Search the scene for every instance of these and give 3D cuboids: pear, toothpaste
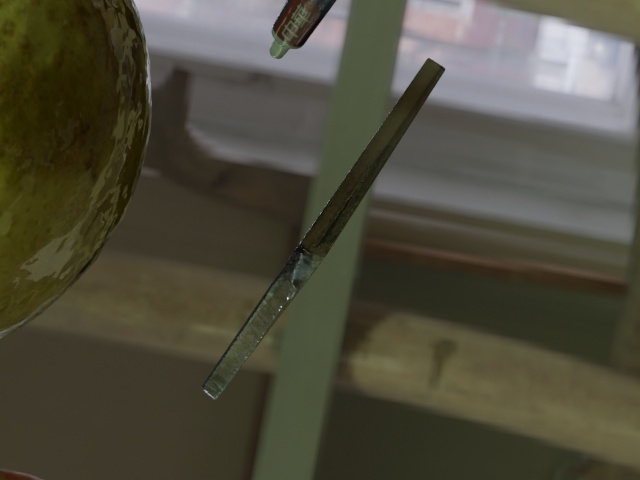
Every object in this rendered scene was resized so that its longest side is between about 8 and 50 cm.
[{"bbox_3d":[-0.236,-0.082,0.969,0.304,0.304,0.304,-170,90,-88],"label":"pear"},{"bbox_3d":[0.002,-0.162,1.164,0.140,0.037,0.021,-53,8,39],"label":"toothpaste"}]

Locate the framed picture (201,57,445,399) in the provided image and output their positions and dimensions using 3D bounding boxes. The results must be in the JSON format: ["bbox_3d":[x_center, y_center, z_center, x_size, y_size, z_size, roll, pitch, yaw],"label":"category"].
[{"bbox_3d":[0.000,0.000,1.344,0.189,0.023,0.260,-56,0,-32],"label":"framed picture"}]

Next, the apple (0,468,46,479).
[{"bbox_3d":[-0.145,0.190,0.727,0.209,0.209,0.164,102,177,-47],"label":"apple"}]
